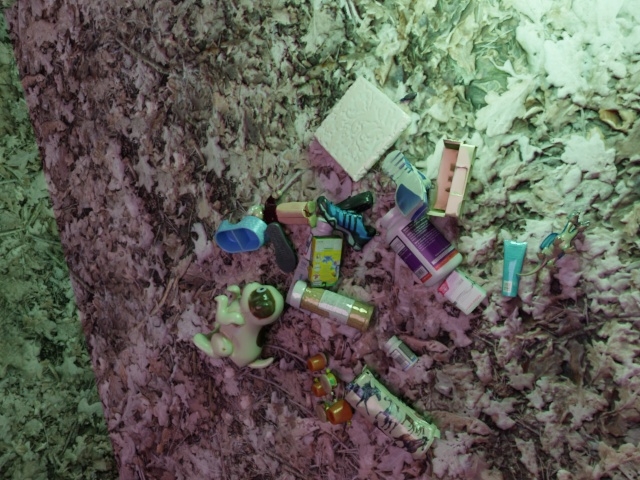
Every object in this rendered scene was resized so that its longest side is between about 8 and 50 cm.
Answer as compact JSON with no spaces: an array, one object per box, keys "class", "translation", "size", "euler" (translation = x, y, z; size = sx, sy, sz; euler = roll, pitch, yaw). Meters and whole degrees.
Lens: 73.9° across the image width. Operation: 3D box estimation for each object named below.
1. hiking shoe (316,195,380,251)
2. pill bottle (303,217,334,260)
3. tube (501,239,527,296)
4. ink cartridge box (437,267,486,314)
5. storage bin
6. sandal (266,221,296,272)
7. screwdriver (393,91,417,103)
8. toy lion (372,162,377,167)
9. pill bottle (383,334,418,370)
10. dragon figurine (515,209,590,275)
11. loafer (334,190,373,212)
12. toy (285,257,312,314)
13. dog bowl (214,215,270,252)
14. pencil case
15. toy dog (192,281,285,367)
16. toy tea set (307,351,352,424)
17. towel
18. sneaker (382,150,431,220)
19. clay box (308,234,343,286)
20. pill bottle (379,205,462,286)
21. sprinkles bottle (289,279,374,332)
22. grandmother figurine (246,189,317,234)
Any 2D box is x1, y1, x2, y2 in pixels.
[{"class":"hiking shoe","translation":[0.108,-0.094,1.783],"size":[0.132,0.113,0.304],"euler":[-40,115,11]},{"class":"pill bottle","translation":[0.000,0.000,1.882],"size":[0.108,0.108,0.180],"euler":[25,105,21]},{"class":"tube","translation":[0.716,0.105,1.588],"size":[0.080,0.052,0.207],"euler":[7,93,16]},{"class":"ink cartridge box","translation":[0.553,0.198,1.664],"size":[0.150,0.063,0.109],"euler":[42,110,15]},{"class":"storage bin","translation":[0.478,-0.218,1.548],"size":[0.123,0.260,0.262],"euler":[13,101,16]},{"class":"sandal","translation":[-0.173,0.030,1.981],"size":[0.097,0.054,0.255],"euler":[-11,108,17]},{"class":"screwdriver","translation":[0.313,-0.564,1.729],"size":[0.170,0.025,0.024],"euler":[-14,90,35]},{"class":"toy lion","translation":[0.192,-0.345,1.800],"size":[0.100,0.034,0.096],"euler":[-17,96,26]},{"class":"pill bottle","translation":[0.336,0.470,1.788],"size":[0.137,0.078,0.078],"euler":[46,112,15]},{"class":"dragon figurine","translation":[0.828,0.027,1.502],"size":[0.085,0.144,0.289],"euler":[40,129,17]},{"class":"loafer","translation":[0.128,-0.151,1.833],"size":[0.223,0.076,0.078],"euler":[-18,51,33]},{"class":"toy","translation":[-0.061,0.207,1.959],"size":[0.137,0.056,0.237],"euler":[26,113,19]},{"class":"dog bowl","translation":[-0.381,-0.019,2.034],"size":[0.297,0.074,0.166],"euler":[-7,123,31]},{"class":"pencil case","translation":[0.293,0.720,1.787],"size":[0.410,0.160,0.184],"euler":[36,130,19]},{"class":"toy dog","translation":[-0.340,0.378,1.992],"size":[0.395,0.284,0.408],"euler":[41,109,16]},{"class":"toy tea set","translation":[0.051,0.676,1.945],"size":[0.200,0.124,0.336],"euler":[-5,96,58]},{"class":"towel","translation":[0.164,-0.459,1.760],"size":[0.332,0.053,0.317],"euler":[-48,65,19]},{"class":"sneaker","translation":[0.364,-0.202,1.630],"size":[0.127,0.182,0.316],"euler":[-43,40,30]},{"class":"clay box","translation":[0.018,0.090,1.832],"size":[0.053,0.127,0.222],"euler":[-136,49,-60]},{"class":"pill bottle","translation":[0.383,0.011,1.661],"size":[0.181,0.181,0.323],"euler":[-45,76,22]},{"class":"sprinkles bottle","translation":[0.049,0.283,1.846],"size":[0.355,0.121,0.121],"euler":[18,103,11]},{"class":"grandmother figurine","translation":[-0.191,-0.127,1.965],"size":[0.342,0.104,0.208],"euler":[-2,94,24]}]
